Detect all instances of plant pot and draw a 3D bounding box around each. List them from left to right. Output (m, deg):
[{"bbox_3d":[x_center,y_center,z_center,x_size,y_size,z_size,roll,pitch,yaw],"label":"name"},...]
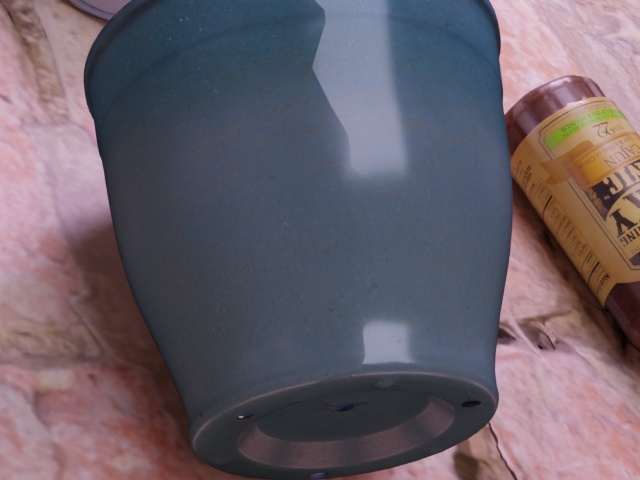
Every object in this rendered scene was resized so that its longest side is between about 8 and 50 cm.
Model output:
[{"bbox_3d":[0.000,0.000,0.906,0.271,0.271,0.255,9,58,-32],"label":"plant pot"}]

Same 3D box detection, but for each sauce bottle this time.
[{"bbox_3d":[0.273,0.016,1.218,0.111,0.111,0.344,-6,54,-43],"label":"sauce bottle"}]

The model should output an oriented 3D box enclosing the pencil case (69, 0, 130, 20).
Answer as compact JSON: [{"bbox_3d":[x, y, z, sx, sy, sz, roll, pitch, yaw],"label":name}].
[{"bbox_3d":[-0.132,-0.283,1.215,0.124,0.113,0.273,12,37,8],"label":"pencil case"}]
